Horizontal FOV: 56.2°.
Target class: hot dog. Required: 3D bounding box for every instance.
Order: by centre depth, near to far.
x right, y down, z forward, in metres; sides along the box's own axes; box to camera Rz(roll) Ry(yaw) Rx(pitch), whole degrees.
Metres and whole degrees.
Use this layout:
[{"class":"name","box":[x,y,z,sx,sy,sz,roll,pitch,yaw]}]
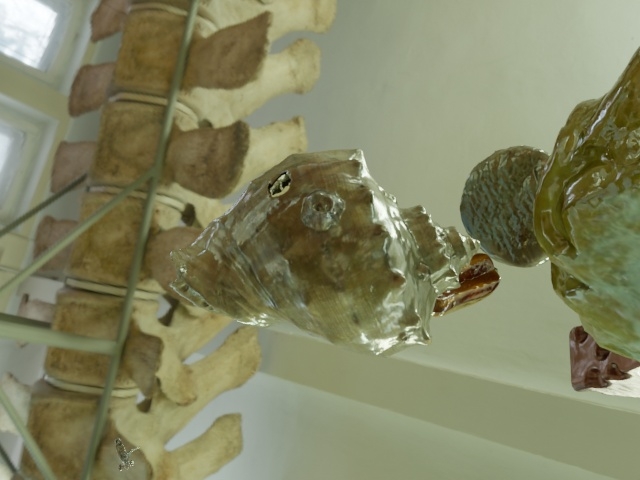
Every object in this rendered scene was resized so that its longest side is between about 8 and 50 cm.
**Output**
[{"class":"hot dog","box":[0.189,0.063,0.855,0.055,0.188,0.072,-32,-106,50]}]

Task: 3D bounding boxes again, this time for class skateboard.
[{"class":"skateboard","box":[-0.370,0.395,1.138,0.064,0.032,0.083,63,-38,21]}]

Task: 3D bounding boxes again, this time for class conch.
[{"class":"conch","box":[0.004,-0.008,0.648,0.263,0.324,0.186,-91,-170,-53]}]

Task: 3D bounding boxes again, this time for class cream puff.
[{"class":"cream puff","box":[0.338,-0.046,0.482,0.270,0.323,0.274,-37,-112,-26]}]

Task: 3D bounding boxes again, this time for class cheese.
[{"class":"cheese","box":[0.516,0.165,0.965,0.203,0.177,0.128,2,-122,19]}]

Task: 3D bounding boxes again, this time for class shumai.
[{"class":"shumai","box":[0.327,-0.050,0.939,0.201,0.120,0.201,13,-73,52]}]
